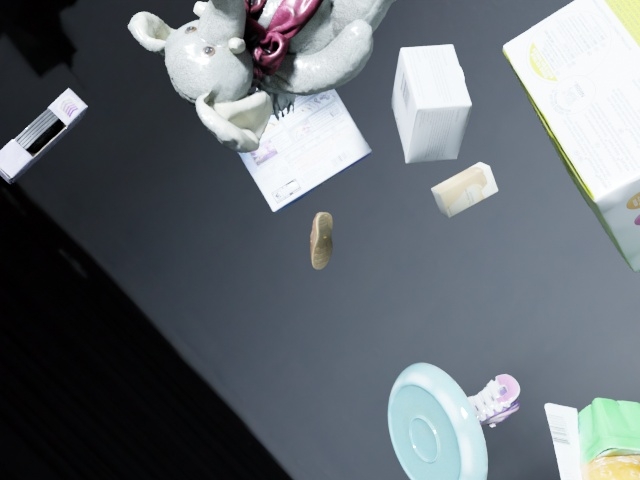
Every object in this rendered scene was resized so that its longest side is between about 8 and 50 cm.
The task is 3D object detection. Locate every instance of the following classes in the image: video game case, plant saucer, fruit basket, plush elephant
[{"bbox_3d":[-0.055,-0.237,1.847,0.269,0.244,0.061,-31,-4,4],"label":"video game case"},{"bbox_3d":[0.236,0.424,1.702,0.043,0.318,0.317,-11,-13,-30],"label":"plant saucer"},{"bbox_3d":[0.537,0.446,1.289,0.165,0.326,0.353,118,156,-53],"label":"fruit basket"},{"bbox_3d":[-0.090,-0.262,0.991,0.255,0.272,0.330,-29,-25,-43],"label":"plush elephant"}]

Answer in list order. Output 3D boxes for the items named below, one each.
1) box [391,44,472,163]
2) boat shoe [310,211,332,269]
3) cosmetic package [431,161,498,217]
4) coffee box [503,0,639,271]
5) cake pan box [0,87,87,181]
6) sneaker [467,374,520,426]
[{"bbox_3d":[0.233,-0.291,1.690,0.118,0.181,0.182,-5,-34,-6],"label":"box"},{"bbox_3d":[0.000,0.000,2.446,0.060,0.064,0.178,-163,78,-65],"label":"boat shoe"},{"bbox_3d":[0.280,-0.098,1.534,0.115,0.060,0.041,-30,24,-7],"label":"cosmetic package"},{"bbox_3d":[0.552,-0.208,1.293,0.334,0.338,0.337,-31,-34,17],"label":"coffee box"},{"bbox_3d":[-0.675,-0.243,1.894,0.246,0.070,0.267,-49,17,-13],"label":"cake pan box"},{"bbox_3d":[0.402,0.432,1.980,0.236,0.104,0.095,-30,46,10],"label":"sneaker"}]
